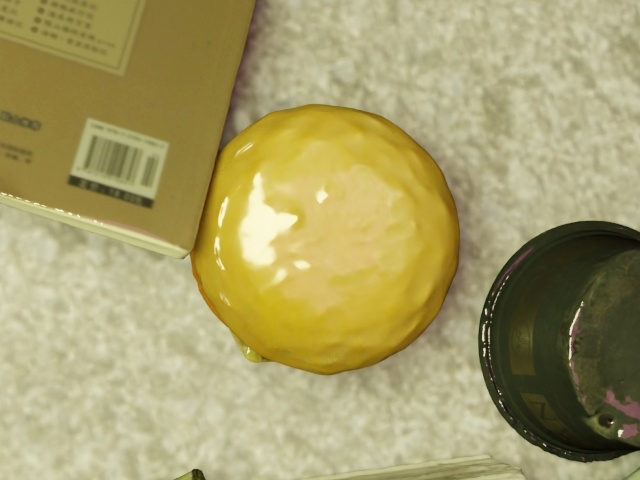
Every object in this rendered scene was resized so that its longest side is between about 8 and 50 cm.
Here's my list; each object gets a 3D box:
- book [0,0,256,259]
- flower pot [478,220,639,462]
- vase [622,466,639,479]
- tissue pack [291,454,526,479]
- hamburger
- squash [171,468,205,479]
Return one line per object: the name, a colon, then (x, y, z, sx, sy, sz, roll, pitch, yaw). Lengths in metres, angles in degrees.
book: (-0.139, -0.160, 0.719, 0.217, 0.021, 0.310, 18, 65, -12)
flower pot: (0.186, 0.065, 0.793, 0.157, 0.107, 0.157, 0, 89, -11)
vase: (0.260, 0.170, 0.802, 0.248, 0.128, 0.128, -38, 96, -19)
tissue pack: (0.052, 0.303, 0.774, 0.170, 0.071, 0.325, -6, 91, -14)
hamburger: (0.000, 0.000, 0.748, 0.162, 0.115, 0.162, 0, 89, -10)
squash: (-0.159, 0.198, 0.729, 0.224, 0.094, 0.094, -12, 91, -4)
